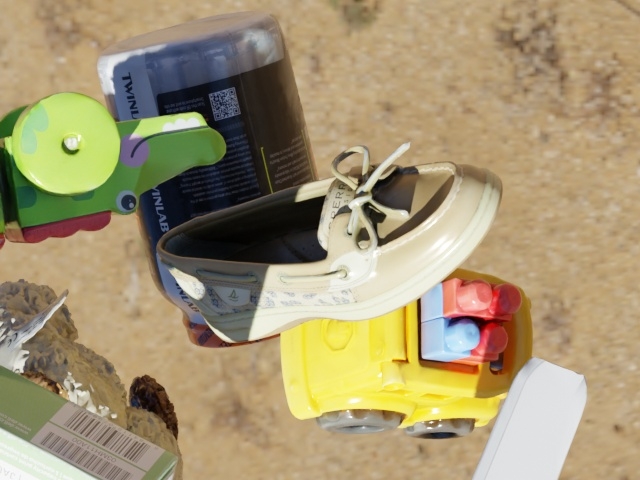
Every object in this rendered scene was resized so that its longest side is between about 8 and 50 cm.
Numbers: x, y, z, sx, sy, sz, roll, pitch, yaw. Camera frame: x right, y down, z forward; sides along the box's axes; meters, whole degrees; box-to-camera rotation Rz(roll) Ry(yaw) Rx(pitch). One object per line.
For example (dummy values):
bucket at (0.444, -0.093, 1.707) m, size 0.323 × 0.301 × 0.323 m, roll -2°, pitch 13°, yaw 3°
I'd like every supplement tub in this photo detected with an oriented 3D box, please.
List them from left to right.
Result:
supplement tub at (-0.106, -0.067, 1.789) m, size 0.207 × 0.207 × 0.338 m, roll -1°, pitch 108°, yaw 44°

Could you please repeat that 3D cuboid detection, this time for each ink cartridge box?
ink cartridge box at (-0.189, 0.181, 0.940) m, size 0.171 × 0.056 × 0.235 m, roll 25°, pitch 123°, yaw 9°

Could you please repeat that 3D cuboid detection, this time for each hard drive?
hard drive at (0.089, 0.248, 1.028) m, size 0.047 × 0.233 × 0.353 m, roll 20°, pitch 153°, yaw 11°

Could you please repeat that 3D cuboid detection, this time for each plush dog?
plush dog at (-0.209, 0.180, 1.406) m, size 0.211 × 0.225 × 0.262 m, roll -8°, pitch 50°, yaw 46°

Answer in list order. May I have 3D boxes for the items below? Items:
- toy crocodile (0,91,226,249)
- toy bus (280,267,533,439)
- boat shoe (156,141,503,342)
toy crocodile at (-0.221, -0.028, 1.006) m, size 0.115 × 0.341 × 0.105 m, roll -2°, pitch 97°, yaw 62°
toy bus at (0.108, 0.082, 1.401) m, size 0.211 × 0.220 × 0.149 m, roll -21°, pitch 65°, yaw 50°
boat shoe at (0.000, 0.000, 1.171) m, size 0.285 × 0.089 × 0.104 m, roll -22°, pitch 35°, yaw 37°
